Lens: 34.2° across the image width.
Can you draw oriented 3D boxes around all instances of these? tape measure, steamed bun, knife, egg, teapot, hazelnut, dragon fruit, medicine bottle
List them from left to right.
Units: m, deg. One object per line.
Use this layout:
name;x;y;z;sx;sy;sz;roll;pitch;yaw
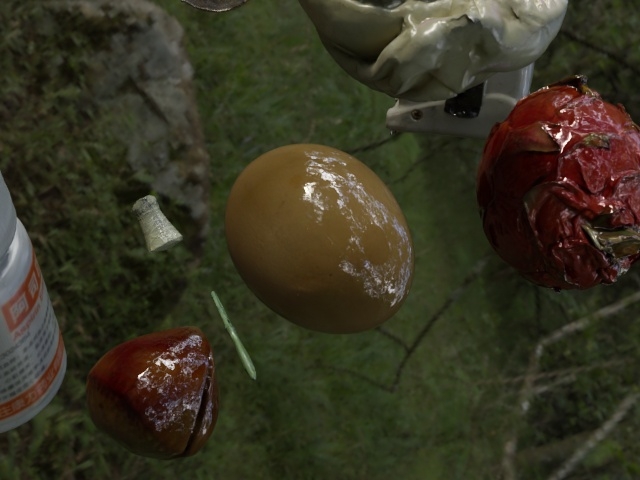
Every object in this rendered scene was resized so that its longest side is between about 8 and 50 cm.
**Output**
medicine bottle;-0.450;0.061;1.288;0.371;0.211;0.211;89;-6;-47
teapot;-0.250;-0.024;1.558;0.083;0.057;0.067;63;-26;0
hazelnut;-0.235;0.214;1.528;0.208;0.208;0.208;50;22;-29
knife;-0.177;0.187;2.096;0.043;0.020;0.293;58;-1;-36
egg;0.000;0.000;1.817;0.374;0.301;0.301;50;15;20
steamed bun;0.119;-0.286;1.273;0.320;0.206;0.275;39;53;11
tape measure;0.258;-0.298;1.915;0.130;0.258;0.265;-58;153;-57
dragon fruit;0.360;-0.079;1.518;0.277;0.277;0.342;47;19;-36

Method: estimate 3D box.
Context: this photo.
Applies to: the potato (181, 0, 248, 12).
potato;-0.165;-0.534;2.023;0.138;0.243;0.098;53;12;-13
